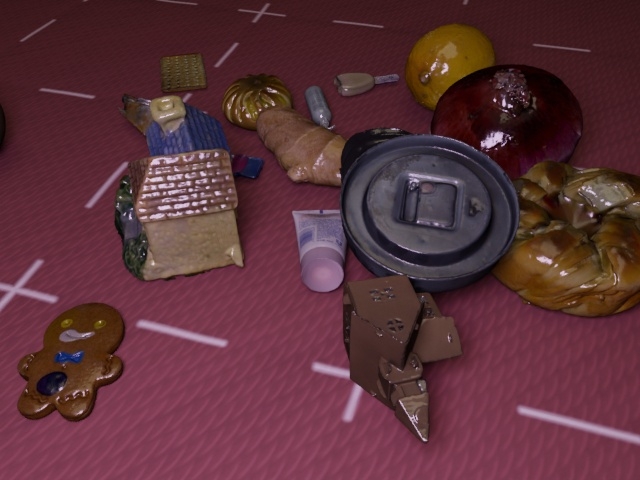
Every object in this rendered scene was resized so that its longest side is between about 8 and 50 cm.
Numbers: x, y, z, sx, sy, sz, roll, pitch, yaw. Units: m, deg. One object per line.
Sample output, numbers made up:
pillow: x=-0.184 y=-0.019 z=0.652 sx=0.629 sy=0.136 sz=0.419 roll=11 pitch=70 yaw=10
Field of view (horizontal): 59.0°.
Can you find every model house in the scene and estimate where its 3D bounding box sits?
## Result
model house: x=0.139 y=0.195 z=0.871 sx=0.176 sy=0.180 sz=0.248 roll=-9 pitch=44 yaw=-8
model house: x=-0.295 y=-0.115 z=1.117 sx=0.261 sy=0.266 sz=0.321 roll=-11 pitch=53 yaw=-14

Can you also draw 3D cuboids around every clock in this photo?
clock: x=0.193 y=-0.055 z=1.023 sx=0.319 sy=0.066 sz=0.318 roll=-1 pitch=58 yaw=2

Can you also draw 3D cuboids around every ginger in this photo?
ginger: x=-0.040 y=-0.226 z=1.360 sx=0.190 sy=0.126 sz=0.354 roll=-36 pitch=51 yaw=-19

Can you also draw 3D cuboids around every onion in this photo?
onion: x=0.424 y=-0.286 z=1.298 sx=0.348 sy=0.285 sz=0.347 roll=-5 pitch=61 yaw=9

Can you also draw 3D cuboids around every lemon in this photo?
lemon: x=0.349 y=-0.462 z=1.521 sx=0.263 sy=0.235 sz=0.236 roll=-8 pitch=43 yaw=-26

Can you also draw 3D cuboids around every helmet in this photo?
helmet: x=0.156 y=-0.100 z=1.191 sx=0.231 sy=0.160 sz=0.278 roll=-18 pitch=50 yaw=-10

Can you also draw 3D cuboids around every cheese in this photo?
cheese: x=0.140 y=-0.469 z=1.666 sx=0.192 sy=0.037 sz=0.097 roll=-11 pitch=46 yaw=-10
cheese: x=-0.262 y=-0.196 z=1.371 sx=0.244 sy=0.062 sz=0.155 roll=12 pitch=48 yaw=3

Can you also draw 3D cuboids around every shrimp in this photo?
shrimp: x=-0.421 y=-0.328 z=1.509 sx=0.317 sy=0.077 sz=0.168 roll=37 pitch=45 yaw=27

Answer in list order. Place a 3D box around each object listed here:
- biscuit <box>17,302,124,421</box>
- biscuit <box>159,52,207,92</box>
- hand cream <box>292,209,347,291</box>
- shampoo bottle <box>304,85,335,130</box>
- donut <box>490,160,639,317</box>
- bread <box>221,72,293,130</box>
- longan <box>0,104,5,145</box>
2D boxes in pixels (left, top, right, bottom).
biscuit: x=-0.426 y=0.201 z=0.979 sx=0.180 sy=0.039 sz=0.236 roll=-1 pitch=42 yaw=1
biscuit: x=-0.425 y=-0.518 z=1.738 sx=0.139 sy=0.016 sz=0.231 roll=-9 pitch=44 yaw=-10
hand cream: x=0.000 y=0.000 z=1.163 sx=0.133 sy=0.083 sz=0.247 roll=2 pitch=33 yaw=1
shampoo bottle: x=-0.002 y=-0.349 z=1.529 sx=0.056 sy=0.056 sz=0.195 roll=-7 pitch=44 yaw=-7
donut: x=0.497 y=-0.017 z=1.102 sx=0.361 sy=0.170 sz=0.360 roll=0 pitch=46 yaw=0
bread: x=-0.173 y=-0.384 z=1.537 sx=0.214 sy=0.104 sz=0.213 roll=-2 pitch=46 yaw=2
longan: x=-0.888 y=-0.279 z=1.329 sx=0.258 sy=0.258 sz=0.258 roll=0 pitch=44 yaw=0
